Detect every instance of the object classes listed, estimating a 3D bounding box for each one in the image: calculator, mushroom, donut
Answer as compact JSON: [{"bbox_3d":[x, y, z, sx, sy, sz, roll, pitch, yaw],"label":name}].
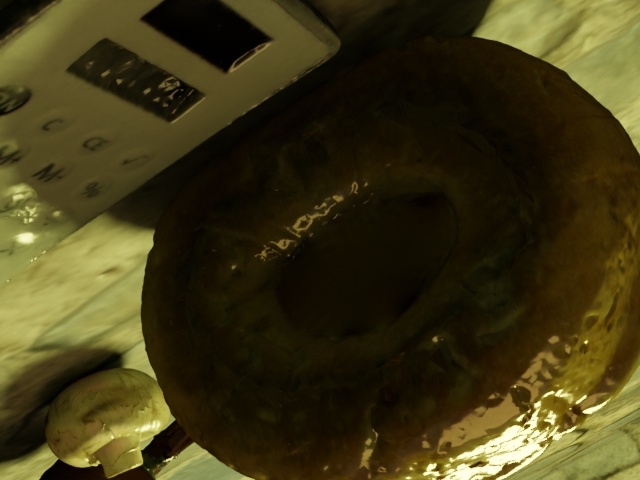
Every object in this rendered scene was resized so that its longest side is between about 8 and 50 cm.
[{"bbox_3d":[-0.120,-0.041,0.512,0.262,0.021,0.161,-33,159,14],"label":"calculator"},{"bbox_3d":[-0.140,0.122,0.806,0.084,0.067,0.083,-23,169,-5],"label":"mushroom"},{"bbox_3d":[0.039,0.021,0.601,0.261,0.208,0.128,-38,157,13],"label":"donut"}]

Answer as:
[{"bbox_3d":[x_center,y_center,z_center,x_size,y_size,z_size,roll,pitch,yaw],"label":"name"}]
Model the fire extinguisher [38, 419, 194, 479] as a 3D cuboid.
[{"bbox_3d":[-0.169,0.218,0.818,0.147,0.106,0.337,-35,-169,43],"label":"fire extinguisher"}]
